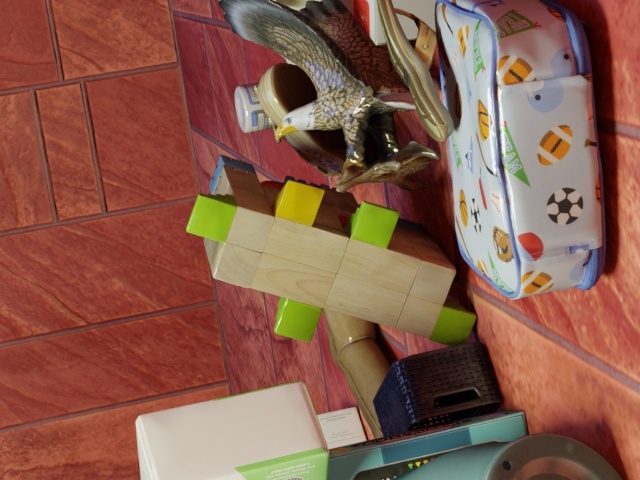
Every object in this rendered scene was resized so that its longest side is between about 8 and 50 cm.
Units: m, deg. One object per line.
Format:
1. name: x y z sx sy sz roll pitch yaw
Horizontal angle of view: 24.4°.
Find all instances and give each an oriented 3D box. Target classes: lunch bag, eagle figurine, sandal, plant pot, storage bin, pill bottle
1. lunch bag: 0.191 -0.107 1.462 0.243 0.115 0.303 -123 26 -71
2. eagle figurine: 0.022 -0.203 1.836 0.226 0.225 0.298 101 150 -77
3. sandal: 0.101 -0.185 1.490 0.072 0.049 0.180 77 169 -75
4. plant pot: 0.192 0.325 1.536 0.255 0.272 0.271 -51 49 53
5. storage bin: 0.146 0.205 1.879 0.180 0.122 0.084 107 150 -64
6. pill bottle: -0.064 -0.222 2.385 0.078 0.137 0.078 170 90 -76

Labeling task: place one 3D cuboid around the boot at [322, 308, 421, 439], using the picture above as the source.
1. boot: 0.080 0.181 2.242 0.269 0.089 0.236 -118 11 -52

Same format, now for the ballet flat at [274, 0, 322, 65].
1. ballet flat: -0.007 -0.330 2.072 0.409 0.147 0.147 92 161 -47

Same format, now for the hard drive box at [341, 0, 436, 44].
1. hard drive box: 0.078 -0.378 1.765 0.181 0.089 0.232 -120 23 -56

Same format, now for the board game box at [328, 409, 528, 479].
1. board game box: 0.145 0.391 1.745 0.079 0.254 0.336 158 102 -77

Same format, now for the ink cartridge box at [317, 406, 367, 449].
1. ink cartridge box: 0.044 0.425 2.555 0.160 0.093 0.219 99 156 -57

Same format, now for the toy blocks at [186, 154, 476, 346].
1. toy blocks: 0.000 0.000 1.916 0.261 0.381 0.190 -115 44 -70

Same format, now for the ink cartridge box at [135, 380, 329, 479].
1. ink cartridge box: -0.100 0.306 1.715 0.273 0.198 0.114 92 162 -46

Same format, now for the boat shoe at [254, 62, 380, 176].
1. boat shoe: -0.015 -0.150 2.029 0.285 0.089 0.104 38 -132 -52
